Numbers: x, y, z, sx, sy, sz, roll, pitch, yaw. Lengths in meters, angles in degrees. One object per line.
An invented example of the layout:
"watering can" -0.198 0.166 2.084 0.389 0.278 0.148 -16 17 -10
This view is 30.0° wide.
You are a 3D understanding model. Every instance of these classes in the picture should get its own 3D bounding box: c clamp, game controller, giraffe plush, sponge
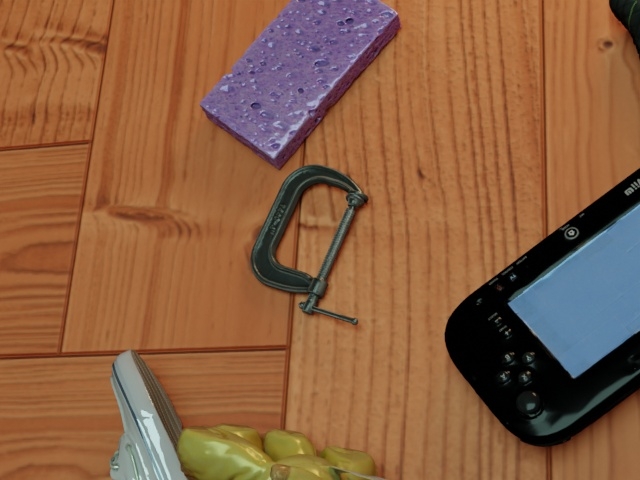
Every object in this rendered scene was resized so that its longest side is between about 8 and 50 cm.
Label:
"c clamp" 0.000 0.000 1.196 0.137 0.022 0.161 10 71 26
"game controller" 0.268 0.043 1.065 0.319 0.067 0.166 -36 61 -2
"giraffe plush" -0.033 0.260 1.007 0.210 0.181 0.171 11 89 52
"sponge" -0.021 -0.188 1.279 0.117 0.031 0.210 36 80 27

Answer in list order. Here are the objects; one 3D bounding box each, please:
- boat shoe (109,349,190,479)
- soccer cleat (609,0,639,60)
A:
"boat shoe" -0.162 0.210 1.112 0.075 0.083 0.226 -29 62 2
"soccer cleat" 0.333 -0.176 1.151 0.072 0.060 0.179 -45 62 9
